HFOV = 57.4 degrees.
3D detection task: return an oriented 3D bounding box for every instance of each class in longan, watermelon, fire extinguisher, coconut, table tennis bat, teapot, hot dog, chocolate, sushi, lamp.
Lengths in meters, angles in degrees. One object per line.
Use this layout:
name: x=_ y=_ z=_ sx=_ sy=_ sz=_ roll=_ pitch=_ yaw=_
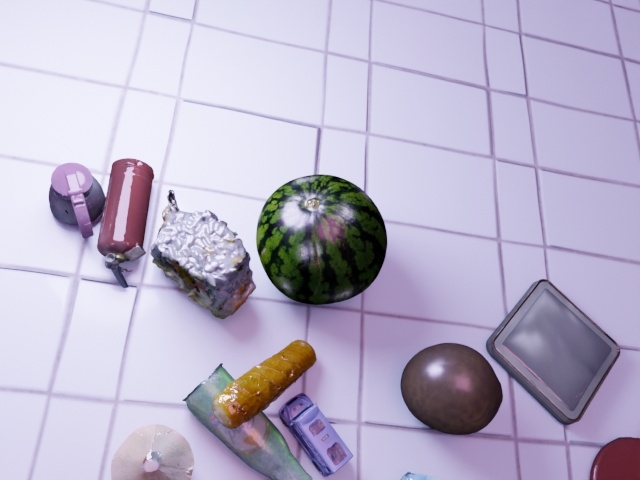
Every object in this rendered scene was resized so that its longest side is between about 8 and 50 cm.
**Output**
longan: x=0.279 y=0.316 z=1.241 sx=0.212 sy=0.198 sz=0.198 roll=39 pitch=63 yaw=3
watermelon: x=0.000 y=0.000 z=1.262 sx=0.286 sy=0.285 sz=0.284 roll=6 pitch=65 yaw=-12
fire extinguisher: x=-0.419 y=-0.039 z=1.262 sx=0.105 sy=0.104 sz=0.268 roll=5 pitch=63 yaw=-13
coconut: x=-0.304 y=0.410 z=1.059 sx=0.147 sy=0.152 sz=0.147 roll=7 pitch=65 yaw=-15
table tennis bat: x=0.732 y=0.532 z=1.345 sx=0.200 sy=0.038 sz=0.310 roll=38 pitch=63 yaw=4
teapot: x=-0.519 y=-0.088 z=1.227 sx=0.116 sy=0.146 sz=0.148 roll=12 pitch=64 yaw=-10
hot dog: x=-0.102 y=0.273 z=1.164 sx=0.088 sy=0.061 sz=0.286 roll=39 pitch=33 yaw=12
chocolate: x=-0.136 y=0.382 z=1.150 sx=0.291 sy=0.110 sz=0.110 roll=45 pitch=63 yaw=5
sushi: x=-0.255 y=0.033 z=1.222 sx=0.274 sy=0.184 sz=0.139 roll=38 pitch=62 yaw=5
lamp: x=0.568 y=0.262 z=1.417 sx=0.269 sy=0.047 sz=0.266 roll=45 pitch=64 yaw=7

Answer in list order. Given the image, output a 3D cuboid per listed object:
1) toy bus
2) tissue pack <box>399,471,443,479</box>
toy bus: x=-0.009 y=0.390 z=1.190 sx=0.073 sy=0.076 sz=0.167 roll=-34 pitch=79 yaw=-25
tissue pack: x=0.226 y=0.604 z=1.127 sx=0.177 sy=0.089 sz=0.263 roll=18 pitch=51 yaw=-6
